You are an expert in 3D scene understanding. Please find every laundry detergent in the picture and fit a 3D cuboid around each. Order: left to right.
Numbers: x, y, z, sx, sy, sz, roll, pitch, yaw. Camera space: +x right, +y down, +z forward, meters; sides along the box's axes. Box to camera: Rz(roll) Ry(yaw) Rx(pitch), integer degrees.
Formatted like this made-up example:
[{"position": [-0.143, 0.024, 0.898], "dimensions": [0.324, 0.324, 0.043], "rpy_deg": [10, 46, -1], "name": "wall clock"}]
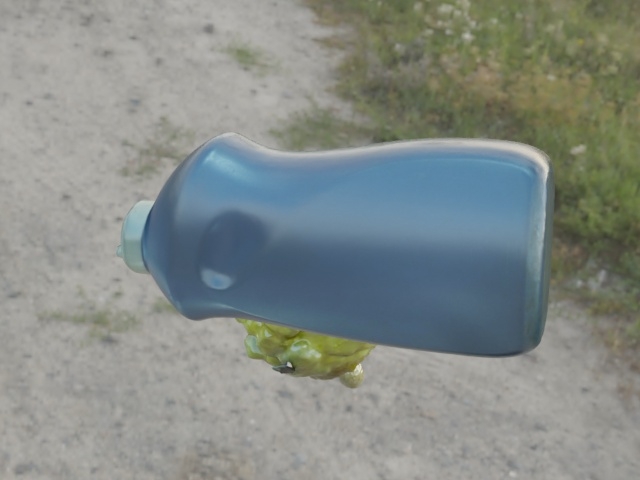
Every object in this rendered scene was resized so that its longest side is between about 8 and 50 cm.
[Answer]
[{"position": [0.000, 0.000, 0.494], "dimensions": [0.206, 0.097, 0.061], "rpy_deg": [2, 15, 16], "name": "laundry detergent"}]

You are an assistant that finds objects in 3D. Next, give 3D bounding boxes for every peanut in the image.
[{"position": [0.029, 0.151, 1.341], "dimensions": [0.037, 0.083, 0.037], "rpy_deg": [-22, 33, 16], "name": "peanut"}]

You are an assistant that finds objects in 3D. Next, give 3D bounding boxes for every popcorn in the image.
[{"position": [-0.004, 0.066, 1.094], "dimensions": [0.173, 0.173, 0.142], "rpy_deg": [-8, 67, -34], "name": "popcorn"}]
